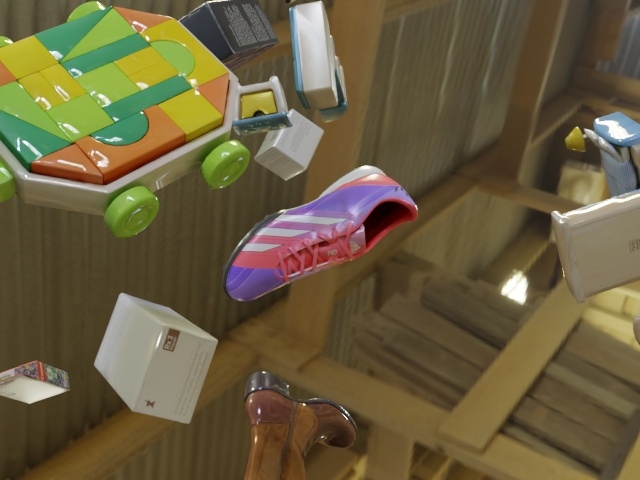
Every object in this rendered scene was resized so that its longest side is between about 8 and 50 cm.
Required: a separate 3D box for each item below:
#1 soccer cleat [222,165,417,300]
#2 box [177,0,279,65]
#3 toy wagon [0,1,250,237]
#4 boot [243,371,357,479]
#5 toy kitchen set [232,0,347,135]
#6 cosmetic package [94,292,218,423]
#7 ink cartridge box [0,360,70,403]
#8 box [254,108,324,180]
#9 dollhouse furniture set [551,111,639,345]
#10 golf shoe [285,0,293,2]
[{"bbox_3d":[0.000,0.000,1.313,0.318,0.116,0.109,-33,-45,-20],"label":"soccer cleat"},{"bbox_3d":[-0.201,-0.383,1.693,0.108,0.153,0.207,62,-150,-7],"label":"box"},{"bbox_3d":[-0.249,-0.121,0.902,0.344,0.267,0.068,-32,-23,-33],"label":"toy wagon"},{"bbox_3d":[-0.027,0.394,1.575,0.264,0.096,0.280,40,-154,-30],"label":"boot"},{"bbox_3d":[-0.055,-0.194,1.157,0.207,0.166,0.122,61,-158,-70],"label":"toy kitchen set"},{"bbox_3d":[-0.225,0.152,1.177,0.085,0.231,0.117,20,-91,-28],"label":"cosmetic package"},{"bbox_3d":[-0.381,0.180,1.136,0.115,0.062,0.029,52,-160,-65],"label":"ink cartridge box"},{"bbox_3d":[-0.065,-0.197,1.826,0.087,0.102,0.101,32,-115,-19],"label":"box"},{"bbox_3d":[0.455,-0.015,1.408,0.303,0.198,0.286,-98,-11,-66],"label":"dollhouse furniture set"},{"bbox_3d":[-0.085,-0.412,1.263,0.094,0.198,0.077,-49,-25,-11],"label":"golf shoe"}]
